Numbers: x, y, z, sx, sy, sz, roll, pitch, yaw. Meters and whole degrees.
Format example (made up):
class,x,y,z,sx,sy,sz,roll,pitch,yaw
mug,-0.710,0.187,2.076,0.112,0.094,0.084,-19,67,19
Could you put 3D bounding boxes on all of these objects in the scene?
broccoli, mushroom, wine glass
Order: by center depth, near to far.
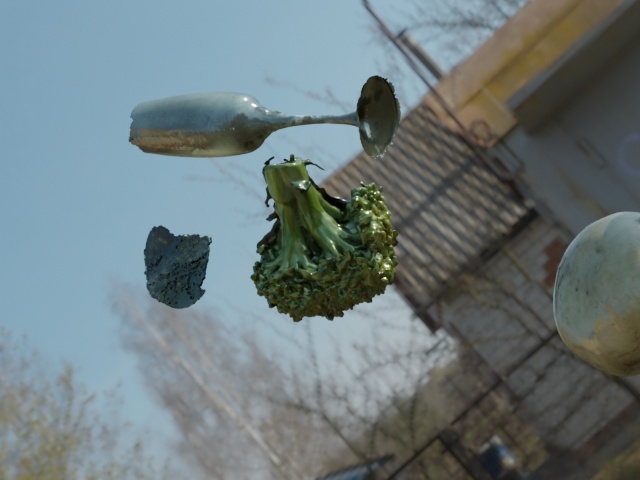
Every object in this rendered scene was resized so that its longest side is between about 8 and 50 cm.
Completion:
class,x,y,z,sx,sy,sz,roll,pitch,yaw
wine glass,-0.062,-0.105,1.104,0.262,0.074,0.074,1,14,30
mushroom,0.308,0.052,1.227,0.127,0.166,0.166,7,-37,-29
broccoli,0.007,0.016,1.846,0.243,0.180,0.273,-25,-52,-1

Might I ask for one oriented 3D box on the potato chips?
class,x,y,z,sx,sy,sz,roll,pitch,yaw
potato chips,-0.220,0.036,1.896,0.142,0.209,0.026,-44,-49,15
